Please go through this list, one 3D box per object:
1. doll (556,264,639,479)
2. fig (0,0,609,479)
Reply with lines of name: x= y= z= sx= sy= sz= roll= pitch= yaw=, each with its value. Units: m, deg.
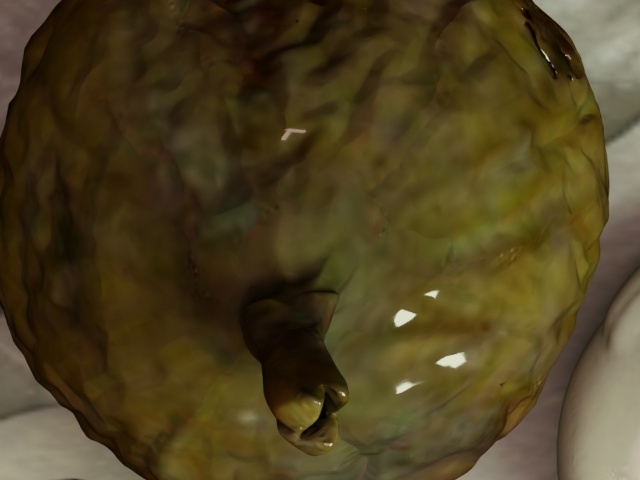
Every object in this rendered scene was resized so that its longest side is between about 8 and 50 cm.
doll: x=0.230 y=0.089 z=0.761 sx=0.251 sy=0.221 sz=0.221 roll=-22 pitch=96 yaw=9
fig: x=0.000 y=0.000 z=0.693 sx=0.286 sy=0.369 sz=0.286 roll=-1 pitch=99 yaw=-6
